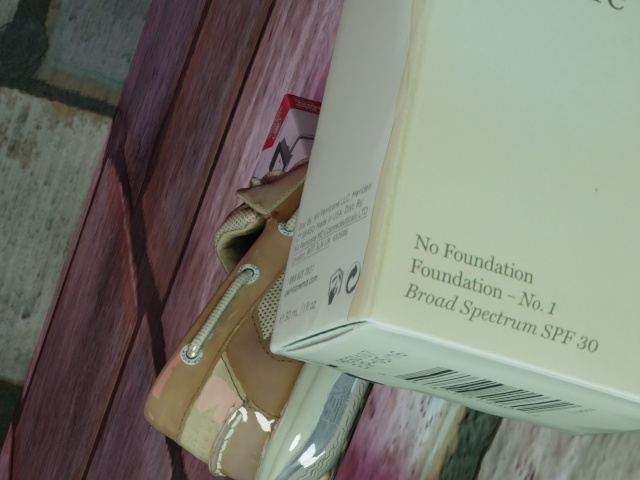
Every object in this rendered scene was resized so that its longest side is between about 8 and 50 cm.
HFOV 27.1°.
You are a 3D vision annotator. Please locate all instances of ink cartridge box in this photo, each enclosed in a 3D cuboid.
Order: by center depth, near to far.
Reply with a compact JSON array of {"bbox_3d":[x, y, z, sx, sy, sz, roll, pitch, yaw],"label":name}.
[{"bbox_3d":[-0.010,-0.032,1.025,0.150,0.063,0.109,-106,36,-62],"label":"ink cartridge box"}]

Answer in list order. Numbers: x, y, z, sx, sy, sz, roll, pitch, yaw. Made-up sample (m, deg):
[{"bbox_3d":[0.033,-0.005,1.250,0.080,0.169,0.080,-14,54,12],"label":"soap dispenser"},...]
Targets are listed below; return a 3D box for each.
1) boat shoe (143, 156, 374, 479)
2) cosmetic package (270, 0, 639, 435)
[{"bbox_3d":[0.000,0.000,0.753,0.324,0.116,0.123,-63,-9,-45],"label":"boat shoe"},{"bbox_3d":[0.096,-0.085,0.573,0.113,0.160,0.309,154,130,-66],"label":"cosmetic package"}]
